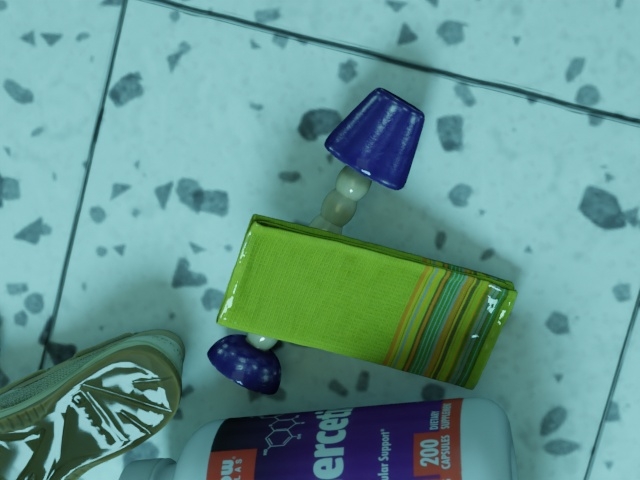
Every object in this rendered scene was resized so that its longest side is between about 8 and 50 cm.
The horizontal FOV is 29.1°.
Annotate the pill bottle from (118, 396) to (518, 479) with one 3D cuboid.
[{"bbox_3d":[0.001,0.231,1.016,0.322,0.181,0.182,-7,95,10],"label":"pill bottle"}]

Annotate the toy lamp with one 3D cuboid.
[{"bbox_3d":[0.000,0.000,1.046,0.080,0.080,0.275,30,100,6],"label":"toy lamp"}]

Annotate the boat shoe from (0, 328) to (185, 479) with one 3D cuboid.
[{"bbox_3d":[-0.252,0.172,1.102,0.302,0.098,0.109,-31,103,10],"label":"boat shoe"}]

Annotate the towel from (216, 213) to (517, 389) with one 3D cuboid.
[{"bbox_3d":[0.041,0.054,1.022,0.237,0.021,0.102,15,105,-16],"label":"towel"}]
